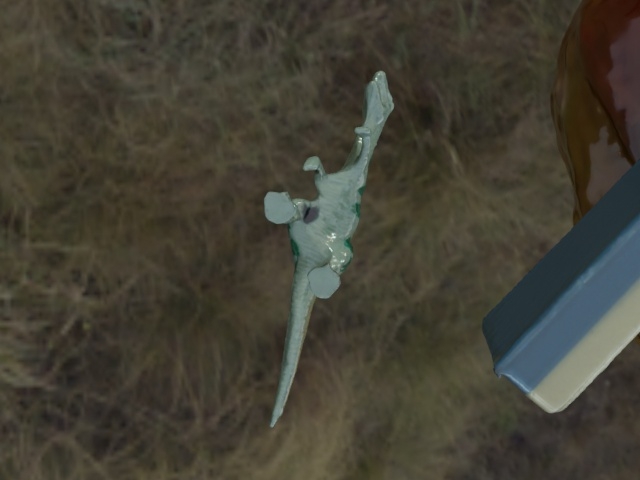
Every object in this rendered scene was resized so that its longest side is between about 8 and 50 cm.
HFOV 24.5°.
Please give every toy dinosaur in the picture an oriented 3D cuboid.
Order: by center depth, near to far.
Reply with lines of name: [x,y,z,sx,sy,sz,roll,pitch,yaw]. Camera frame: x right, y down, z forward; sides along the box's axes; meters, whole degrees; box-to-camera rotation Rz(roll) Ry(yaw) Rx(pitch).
toy dinosaur: [0.003,0.002,0.828,0.044,0.106,0.187,10,114,14]

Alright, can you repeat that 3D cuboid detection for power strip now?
power strip: [0.112,0.004,0.530,0.032,0.056,0.123,41,100,-9]

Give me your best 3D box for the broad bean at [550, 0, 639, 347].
broad bean: [0.183,-0.037,0.639,0.156,0.122,0.228,-16,98,6]
